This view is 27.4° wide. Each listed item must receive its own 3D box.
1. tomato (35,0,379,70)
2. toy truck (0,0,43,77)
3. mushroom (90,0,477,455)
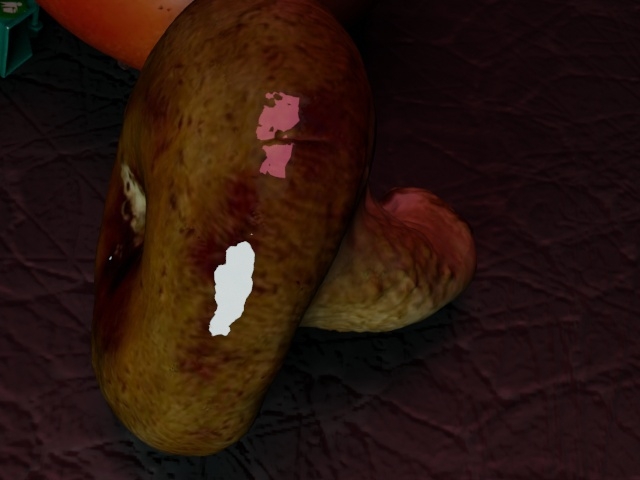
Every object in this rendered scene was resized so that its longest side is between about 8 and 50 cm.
[{"bbox_3d":[-0.070,-0.276,0.915,0.321,0.321,0.321,1,53,-2],"label":"tomato"},{"bbox_3d":[-0.273,-0.208,1.000,0.116,0.110,0.216,-4,51,-21],"label":"toy truck"},{"bbox_3d":[-0.027,-0.019,0.769,0.254,0.267,0.267,-14,55,-5],"label":"mushroom"}]
